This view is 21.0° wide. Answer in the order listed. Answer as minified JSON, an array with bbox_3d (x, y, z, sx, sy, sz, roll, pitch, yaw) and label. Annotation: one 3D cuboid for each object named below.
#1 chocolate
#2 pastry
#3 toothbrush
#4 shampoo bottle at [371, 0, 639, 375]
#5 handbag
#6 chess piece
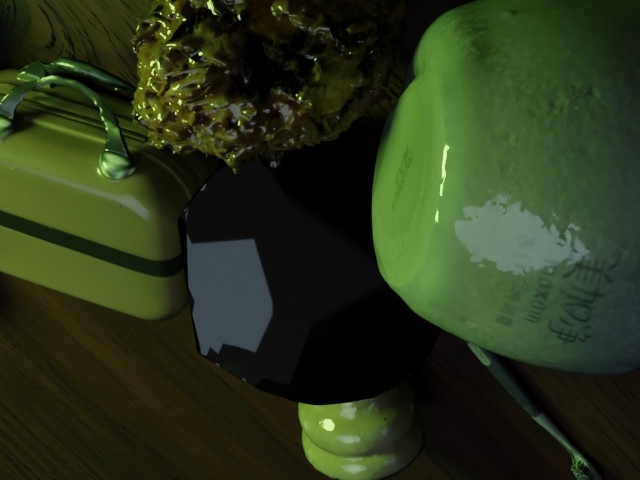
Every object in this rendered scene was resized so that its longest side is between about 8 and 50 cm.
[{"bbox_3d":[0.000,0.000,1.655,0.283,0.186,0.284,-2,109,-6],"label":"chocolate"},{"bbox_3d":[-0.052,-0.186,1.487,0.274,0.275,0.193,-5,123,32],"label":"pastry"},{"bbox_3d":[0.221,0.173,1.867,0.024,0.026,0.288,-23,117,38],"label":"toothbrush"},{"bbox_3d":[0.209,-0.053,1.421,0.317,0.322,0.322,8,138,-5],"label":"shampoo bottle"},{"bbox_3d":[-0.253,-0.072,1.797,0.301,0.149,0.283,20,136,13],"label":"handbag"},{"bbox_3d":[0.030,0.122,1.852,0.142,0.143,0.261,6,127,23],"label":"chess piece"}]
